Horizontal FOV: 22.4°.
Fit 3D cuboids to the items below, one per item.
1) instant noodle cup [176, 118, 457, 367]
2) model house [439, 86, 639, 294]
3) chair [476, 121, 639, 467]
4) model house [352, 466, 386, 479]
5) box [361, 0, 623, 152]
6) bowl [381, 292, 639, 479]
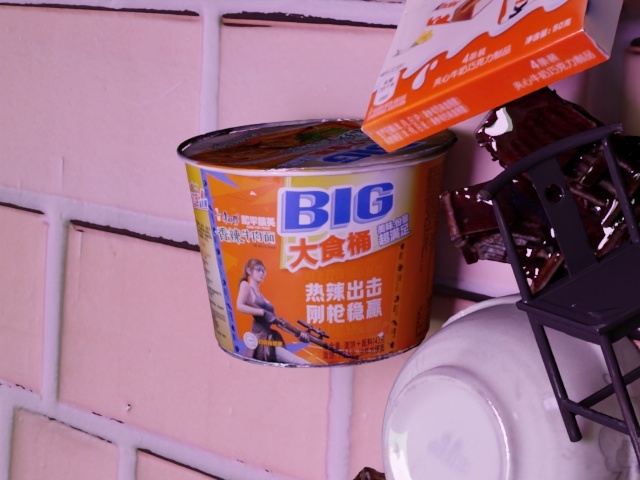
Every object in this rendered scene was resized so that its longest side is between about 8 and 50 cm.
[{"bbox_3d":[0.000,0.000,1.677,0.296,0.296,0.214,10,108,44],"label":"instant noodle cup"},{"bbox_3d":[0.207,-0.048,1.520,0.203,0.164,0.141,-61,39,17],"label":"model house"},{"bbox_3d":[0.263,0.045,1.406,0.141,0.154,0.260,18,133,65],"label":"chair"},{"bbox_3d":[0.074,0.331,1.756,0.165,0.106,0.152,27,104,2],"label":"model house"},{"bbox_3d":[0.177,-0.231,1.524,0.273,0.048,0.265,-23,37,43],"label":"box"},{"bbox_3d":[0.176,0.206,1.594,0.307,0.163,0.307,2,93,47],"label":"bowl"}]
